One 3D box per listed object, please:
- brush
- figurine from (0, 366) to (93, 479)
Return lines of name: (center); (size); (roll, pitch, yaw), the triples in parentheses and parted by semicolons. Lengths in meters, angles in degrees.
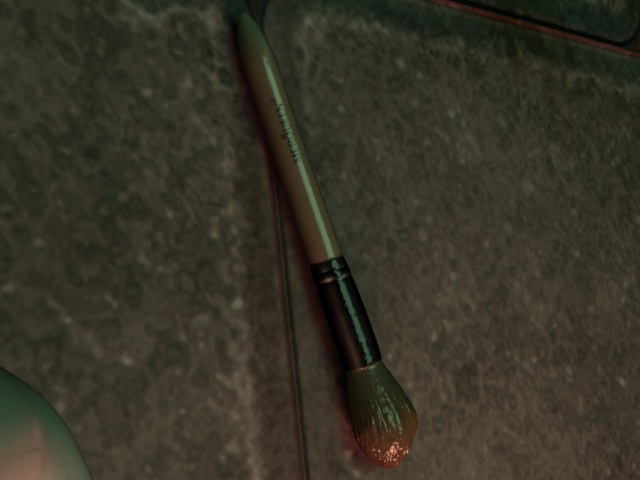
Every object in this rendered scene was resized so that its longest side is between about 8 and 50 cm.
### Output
brush: (0.000, 0.000, 0.742); (0.042, 0.039, 0.299); (-18, 89, -49)
figurine: (-0.165, 0.156, 0.462); (0.189, 0.142, 0.263); (-11, 88, -13)
